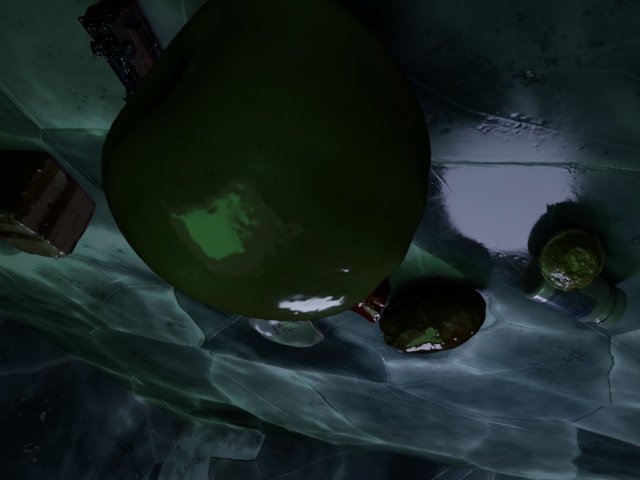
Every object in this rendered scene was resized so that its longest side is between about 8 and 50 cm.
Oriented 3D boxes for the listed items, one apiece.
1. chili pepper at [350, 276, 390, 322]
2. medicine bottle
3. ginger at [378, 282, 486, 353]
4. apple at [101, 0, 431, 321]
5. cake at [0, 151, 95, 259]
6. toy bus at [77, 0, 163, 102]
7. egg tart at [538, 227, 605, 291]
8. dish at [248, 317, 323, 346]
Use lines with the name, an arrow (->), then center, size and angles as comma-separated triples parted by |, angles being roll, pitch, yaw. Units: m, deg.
chili pepper -> -0.005, 0.084, 1.497 | 0.338, 0.134, 0.131 | 17, 136, -5
medicine bottle -> 0.515, 0.104, 1.275 | 0.186, 0.103, 0.103 | 24, 150, -9
ginger -> 0.246, 0.193, 1.521 | 0.321, 0.172, 0.165 | -18, 95, 50
apple -> -0.067, -0.112, 0.901 | 0.473, 0.473, 0.473 | 14, 150, 8
cake -> -0.721, -0.068, 1.595 | 0.196, 0.199, 0.293 | 3, 148, 21
toy bus -> -0.312, -0.306, 1.063 | 0.073, 0.096, 0.235 | 8, 149, 20
egg tart -> 0.479, 0.041, 1.181 | 0.129, 0.129, 0.049 | 22, -166, -6
dish -> -0.095, 0.232, 1.857 | 0.229, 0.081, 0.229 | 11, 147, 8
